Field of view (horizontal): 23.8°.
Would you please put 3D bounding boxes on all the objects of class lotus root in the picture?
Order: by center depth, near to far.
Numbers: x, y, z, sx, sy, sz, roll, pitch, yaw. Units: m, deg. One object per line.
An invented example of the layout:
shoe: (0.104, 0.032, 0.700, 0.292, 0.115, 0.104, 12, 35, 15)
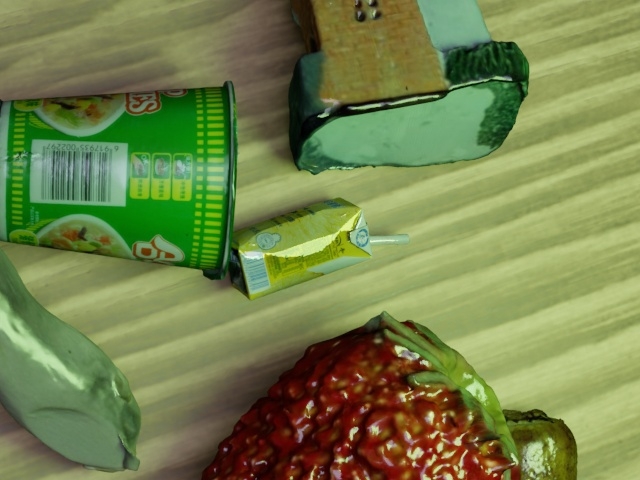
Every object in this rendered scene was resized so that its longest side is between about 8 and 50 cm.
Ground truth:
lotus root: (0.237, 0.280, 1.671, 0.108, 0.094, 0.190, -10, 92, -23)

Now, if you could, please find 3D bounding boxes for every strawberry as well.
strawberry: (0.034, 0.250, 1.552, 0.343, 0.292, 0.292, -37, 97, 11)

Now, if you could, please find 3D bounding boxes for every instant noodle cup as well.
instant noodle cup: (-0.207, -0.063, 1.526, 0.233, 0.207, 0.207, 2, 85, -10)

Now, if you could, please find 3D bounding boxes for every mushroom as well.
mushroom: (-0.294, 0.096, 1.490, 0.351, 0.097, 0.109, 54, 48, -27)

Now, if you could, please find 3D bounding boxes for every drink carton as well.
drink carton: (0.000, 0.000, 1.630, 0.200, 0.084, 0.074, -20, 107, -17)

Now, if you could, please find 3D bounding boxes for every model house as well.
model house: (0.070, -0.237, 1.641, 0.253, 0.184, 0.291, -9, 74, -10)
